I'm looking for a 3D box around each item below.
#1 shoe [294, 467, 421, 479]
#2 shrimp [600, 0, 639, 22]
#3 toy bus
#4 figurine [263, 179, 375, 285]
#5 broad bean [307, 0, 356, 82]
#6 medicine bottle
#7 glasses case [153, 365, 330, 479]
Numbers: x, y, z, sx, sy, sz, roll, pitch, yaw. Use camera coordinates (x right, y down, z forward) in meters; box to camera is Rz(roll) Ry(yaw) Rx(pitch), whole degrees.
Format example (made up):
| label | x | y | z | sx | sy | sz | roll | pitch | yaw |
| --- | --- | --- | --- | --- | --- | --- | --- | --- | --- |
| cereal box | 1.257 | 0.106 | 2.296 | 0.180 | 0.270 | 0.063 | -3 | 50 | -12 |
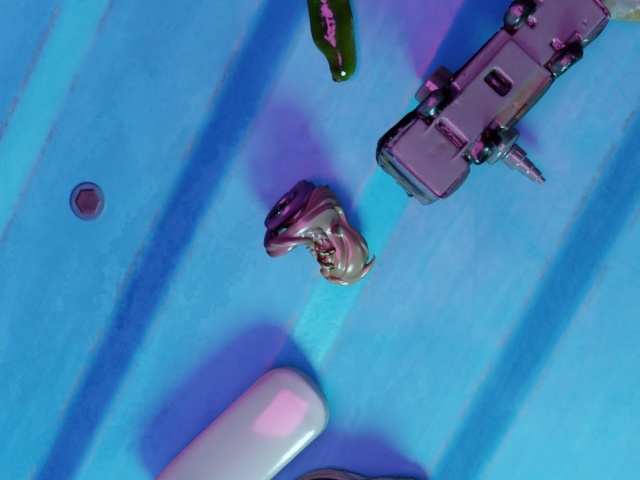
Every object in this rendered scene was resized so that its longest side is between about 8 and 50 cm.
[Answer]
| label | x | y | z | sx | sy | sz | roll | pitch | yaw |
| --- | --- | --- | --- | --- | --- | --- | --- | --- | --- |
| shoe | 0.041 | 0.367 | 1.684 | 0.227 | 0.112 | 0.099 | -3 | 97 | 12 |
| shrimp | 0.497 | -0.404 | 1.495 | 0.445 | 0.110 | 0.221 | -16 | 84 | 19 |
| toy bus | 0.206 | -0.181 | 1.522 | 0.317 | 0.138 | 0.112 | -44 | 89 | -9 |
| figurine | 0.000 | -0.007 | 1.651 | 0.157 | 0.126 | 0.114 | 35 | 146 | 9 |
| broad bean | 0.057 | -0.356 | 1.627 | 0.144 | 0.049 | 0.292 | 37 | 103 | 6 |
| medicine bottle | 0.211 | -0.139 | 1.610 | 0.199 | 0.057 | 0.058 | 43 | 104 | 5 |
| glasses case | -0.112 | 0.293 | 1.731 | 0.297 | 0.075 | 0.113 | -44 | 84 | 14 |
